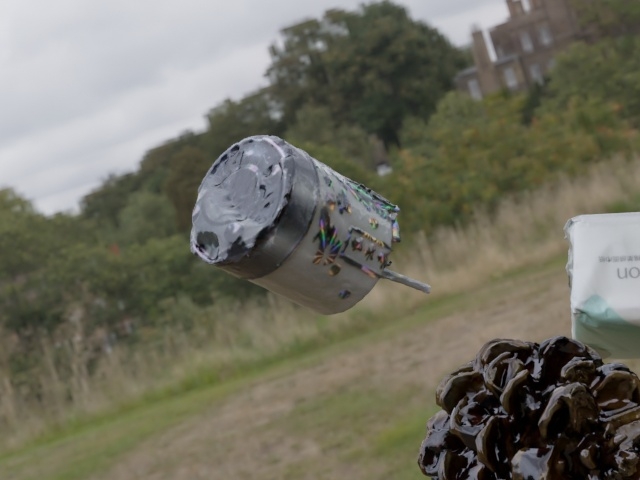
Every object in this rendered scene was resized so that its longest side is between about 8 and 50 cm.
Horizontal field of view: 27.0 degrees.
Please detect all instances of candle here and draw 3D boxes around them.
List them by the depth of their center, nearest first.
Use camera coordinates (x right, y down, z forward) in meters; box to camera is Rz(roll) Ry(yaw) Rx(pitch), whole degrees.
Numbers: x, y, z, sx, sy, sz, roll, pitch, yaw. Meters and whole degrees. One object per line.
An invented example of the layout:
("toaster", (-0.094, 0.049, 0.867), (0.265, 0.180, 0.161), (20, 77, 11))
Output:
("candle", (0.000, 0.000, 1.728), (0.330, 0.187, 0.187), (27, -30, -38))

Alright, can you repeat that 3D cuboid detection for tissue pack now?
("tissue pack", (0.547, 0.071, 2.004), (0.356, 0.194, 0.266), (-1, -18, 10))

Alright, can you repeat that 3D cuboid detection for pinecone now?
("pinecone", (0.230, 0.204, 1.322), (0.243, 0.243, 0.257), (-19, -24, -36))
